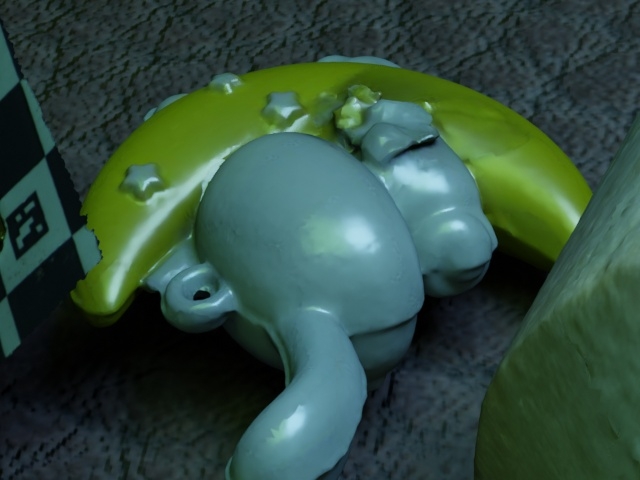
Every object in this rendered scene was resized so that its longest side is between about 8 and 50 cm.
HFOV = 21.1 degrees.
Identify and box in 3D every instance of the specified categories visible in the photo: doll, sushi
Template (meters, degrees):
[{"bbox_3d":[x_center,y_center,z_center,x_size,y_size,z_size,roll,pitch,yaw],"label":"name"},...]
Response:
[{"bbox_3d":[0.000,0.000,0.788,0.237,0.111,0.252,-22,45,-28],"label":"doll"},{"bbox_3d":[-0.179,0.012,0.798,0.215,0.050,0.192,-44,53,21],"label":"sushi"}]

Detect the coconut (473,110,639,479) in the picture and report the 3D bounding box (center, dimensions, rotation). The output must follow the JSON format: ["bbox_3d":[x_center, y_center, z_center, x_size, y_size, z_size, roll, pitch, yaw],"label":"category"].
[{"bbox_3d":[0.199,0.075,0.574,0.329,0.329,0.329,-4,49,5],"label":"coconut"}]
